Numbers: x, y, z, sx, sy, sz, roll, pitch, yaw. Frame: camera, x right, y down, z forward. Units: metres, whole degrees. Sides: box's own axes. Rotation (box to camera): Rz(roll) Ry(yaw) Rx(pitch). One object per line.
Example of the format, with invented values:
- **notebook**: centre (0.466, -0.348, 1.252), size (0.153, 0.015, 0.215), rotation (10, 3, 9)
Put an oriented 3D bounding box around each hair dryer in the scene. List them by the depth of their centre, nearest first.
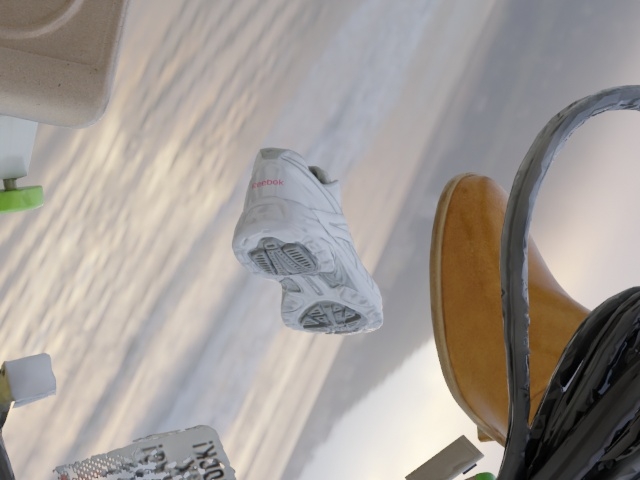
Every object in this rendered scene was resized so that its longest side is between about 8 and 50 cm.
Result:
- **hair dryer**: centre (0.029, 0.121, 0.275), size (0.080, 0.223, 0.294), rotation (63, 11, -76)

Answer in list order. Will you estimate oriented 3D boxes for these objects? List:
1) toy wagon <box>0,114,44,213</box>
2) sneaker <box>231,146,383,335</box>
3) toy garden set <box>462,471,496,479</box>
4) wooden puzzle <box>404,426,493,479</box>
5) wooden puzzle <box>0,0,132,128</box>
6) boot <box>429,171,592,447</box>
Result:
- **toy wagon**: centre (-0.339, -0.160, 1.438), size (0.344, 0.068, 0.267), rotation (4, -79, 60)
- **sneaker**: centre (0.000, 0.000, 1.282), size (0.232, 0.090, 0.115), rotation (61, 29, -58)
- **toy garden set**: centre (0.226, 0.241, 1.169), size (0.049, 0.244, 0.204), rotation (44, 28, -58)
- **wooden puzzle**: centre (0.112, 0.203, 1.377), size (0.116, 0.014, 0.078), rotation (-34, -170, 3)
- **wooden puzzle**: centre (-0.286, -0.282, 1.184), size (0.080, 0.322, 0.348), rotation (160, -58, -85)
- **boot**: centre (0.175, 0.075, 0.772), size (0.211, 0.104, 0.295), rotation (-23, -112, 35)
